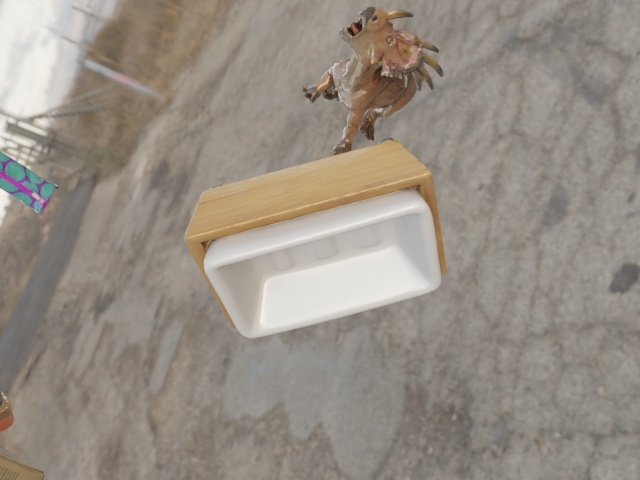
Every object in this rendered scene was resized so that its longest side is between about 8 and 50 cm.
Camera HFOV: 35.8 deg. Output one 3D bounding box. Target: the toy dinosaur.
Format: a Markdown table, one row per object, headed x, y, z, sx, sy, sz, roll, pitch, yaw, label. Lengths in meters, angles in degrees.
| x | y | z | sx | sy | sz | roll | pitch | yaw | label |
| --- | --- | --- | --- | --- | --- | --- | --- | --- | --- |
| 0.090 | -0.227 | 1.355 | 0.200 | 0.127 | 0.295 | -39 | -2 | 24 | toy dinosaur |

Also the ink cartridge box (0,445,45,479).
| x | y | z | sx | sy | sz | roll | pitch | yaw | label |
| --- | --- | --- | --- | --- | --- | --- | --- | --- | --- |
| -0.429 | 0.307 | 1.034 | 0.235 | 0.088 | 0.193 | -61 | -30 | -16 | ink cartridge box |

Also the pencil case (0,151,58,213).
| x | y | z | sx | sy | sz | roll | pitch | yaw | label |
| --- | --- | --- | --- | --- | --- | --- | --- | --- | --- |
| -0.562 | -0.112 | 1.817 | 0.064 | 0.151 | 0.070 | -54 | 33 | 3 | pencil case |

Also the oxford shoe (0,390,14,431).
| x | y | z | sx | sy | sz | roll | pitch | yaw | label |
| --- | --- | --- | --- | --- | --- | --- | --- | --- | --- |
| -0.233 | 0.073 | 0.543 | 0.271 | 0.097 | 0.098 | 161 | 94 | -79 | oxford shoe |

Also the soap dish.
| x | y | z | sx | sy | sz | roll | pitch | yaw | label |
| --- | --- | --- | --- | --- | --- | --- | --- | --- | --- |
| 0.000 | 0.000 | 1.214 | 0.229 | 0.291 | 0.118 | 71 | -174 | -57 | soap dish |
